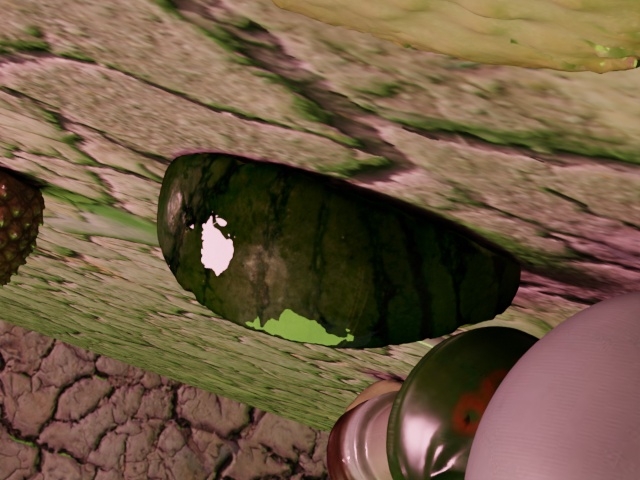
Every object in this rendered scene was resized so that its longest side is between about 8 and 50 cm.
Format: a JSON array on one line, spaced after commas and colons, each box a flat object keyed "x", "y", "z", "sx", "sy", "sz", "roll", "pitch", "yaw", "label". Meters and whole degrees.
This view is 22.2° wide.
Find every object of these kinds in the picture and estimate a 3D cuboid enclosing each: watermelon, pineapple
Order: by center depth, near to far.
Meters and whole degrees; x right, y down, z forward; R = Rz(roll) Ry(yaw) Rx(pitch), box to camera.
[{"x": 0.000, "y": -0.007, "z": 0.754, "sx": 0.181, "sy": 0.075, "sz": 0.092, "roll": 17, "pitch": -145, "yaw": 13, "label": "watermelon"}, {"x": -0.228, "y": 0.031, "z": 1.023, "sx": 0.074, "sy": 0.159, "sz": 0.074, "roll": 20, "pitch": 174, "yaw": 2, "label": "pineapple"}]

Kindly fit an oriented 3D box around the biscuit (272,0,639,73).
[{"x": 0.015, "y": -0.070, "z": 0.375, "sx": 0.152, "sy": 0.020, "sz": 0.152, "roll": 18, "pitch": 171, "yaw": 3, "label": "biscuit"}]

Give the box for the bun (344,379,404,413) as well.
[{"x": 0.117, "y": 0.215, "z": 1.565, "sx": 0.222, "sy": 0.127, "sz": 0.222, "roll": 16, "pitch": 168, "yaw": 3, "label": "bun"}]

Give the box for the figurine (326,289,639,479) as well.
[{"x": 0.121, "y": 0.103, "z": 0.726, "sx": 0.281, "sy": 0.167, "sz": 0.370, "roll": -24, "pitch": -172, "yaw": -21, "label": "figurine"}]

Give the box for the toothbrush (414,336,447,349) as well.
[{"x": 0.146, "y": 0.093, "z": 1.116, "sx": 0.204, "sy": 0.022, "sz": 0.017, "roll": 21, "pitch": 168, "yaw": -1, "label": "toothbrush"}]
